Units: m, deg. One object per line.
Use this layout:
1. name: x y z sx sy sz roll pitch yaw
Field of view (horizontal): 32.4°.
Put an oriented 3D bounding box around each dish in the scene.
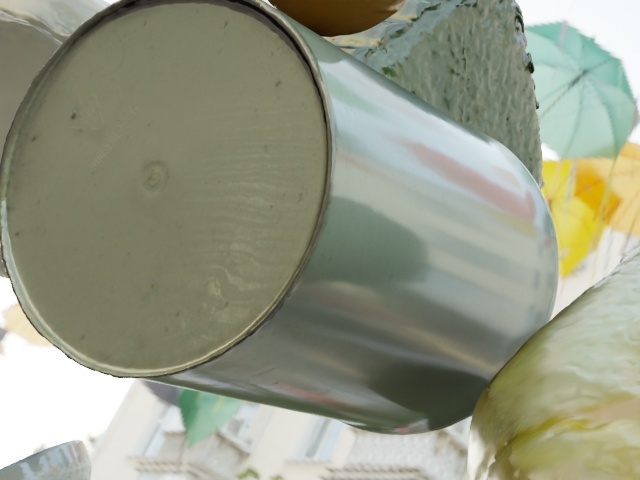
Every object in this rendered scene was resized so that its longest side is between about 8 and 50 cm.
1. dish: -0.375 0.357 1.291 0.133 0.273 0.273 61 -28 9

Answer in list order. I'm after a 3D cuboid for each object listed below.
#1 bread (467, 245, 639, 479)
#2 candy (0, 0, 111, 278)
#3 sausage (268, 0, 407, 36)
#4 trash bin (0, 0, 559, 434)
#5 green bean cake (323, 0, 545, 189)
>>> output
1. bread: 0.241 0.139 0.591 0.301 0.341 0.210 -2 -72 37
2. candy: -0.257 -0.098 0.993 0.295 0.295 0.185 29 14 -5
3. sausage: 0.089 -0.244 0.672 0.112 0.112 0.328 39 -50 -22
4. trash bin: 0.000 0.000 0.828 0.280 0.280 0.432 9 -6 30
5. green bean cake: 0.077 -0.125 1.201 0.218 0.319 0.335 8 -52 43
